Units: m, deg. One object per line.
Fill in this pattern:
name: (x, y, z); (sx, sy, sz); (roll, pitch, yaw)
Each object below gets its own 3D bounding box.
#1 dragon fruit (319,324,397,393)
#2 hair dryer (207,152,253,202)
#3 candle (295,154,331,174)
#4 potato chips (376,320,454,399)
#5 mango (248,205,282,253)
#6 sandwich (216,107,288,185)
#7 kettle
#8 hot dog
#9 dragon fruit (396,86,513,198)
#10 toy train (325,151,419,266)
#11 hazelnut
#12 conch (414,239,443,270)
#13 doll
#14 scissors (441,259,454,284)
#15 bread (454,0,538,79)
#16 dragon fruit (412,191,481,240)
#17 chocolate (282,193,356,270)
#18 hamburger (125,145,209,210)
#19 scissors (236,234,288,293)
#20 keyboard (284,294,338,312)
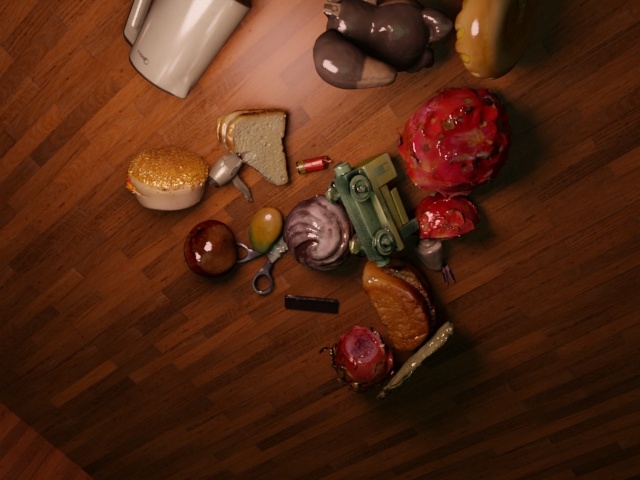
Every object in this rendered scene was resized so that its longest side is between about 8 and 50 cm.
dragon fruit: (0.175, 0.512, 1.901); (0.269, 0.250, 0.291); (-31, 142, -18)
hair dryer: (-0.288, -0.270, 1.691); (0.224, 0.088, 0.219); (24, 97, -49)
candle: (-0.023, -0.281, 1.679); (0.130, 0.052, 0.052); (-12, 113, 11)
potato chips: (0.391, 0.492, 1.840); (0.070, 0.358, 0.429); (43, 94, 18)
mango: (-0.217, -0.041, 1.782); (0.130, 0.092, 0.195); (15, 109, 7)
sandwich: (-0.233, -0.316, 1.597); (0.099, 0.254, 0.289); (24, 126, 43)
kettle: (-0.461, -0.711, 1.451); (0.361, 0.250, 0.377); (47, 115, 8)
hot dog: (0.335, 0.239, 1.802); (0.223, 0.185, 0.405); (-22, 111, 17)
dragon fruit: (0.457, -0.316, 1.514); (0.385, 0.249, 0.371); (-2, 110, 5)
toy train: (0.191, -0.114, 1.605); (0.160, 0.253, 0.397); (-6, 112, 55)
hazelnut: (-0.438, 0.032, 1.792); (0.229, 0.229, 0.230); (2, 115, 5)
conch: (0.430, 0.044, 1.773); (0.104, 0.094, 0.176); (-26, 137, 3)
doll: (0.179, -0.574, 1.376); (0.382, 0.252, 0.379); (16, 76, 7)
scissors: (0.506, 0.126, 1.825); (0.039, 0.012, 0.113); (-20, 111, 14)
bread: (0.509, -0.634, 1.337); (0.160, 0.333, 0.333); (25, 122, 38)
dragon fruit: (0.449, -0.091, 1.672); (0.261, 0.163, 0.190); (-16, 84, 14)
chocolate: (0.000, 0.000, 1.703); (0.303, 0.213, 0.304); (0, 109, 1)
hamburger: (-0.552, -0.233, 1.640); (0.293, 0.276, 0.179); (4, 126, -1)
scissors: (-0.179, 0.043, 1.855); (0.383, 0.029, 0.256); (-32, 102, 16)
keyboard: (-0.041, 0.271, 1.949); (0.230, 0.023, 0.072); (5, 122, 5)
